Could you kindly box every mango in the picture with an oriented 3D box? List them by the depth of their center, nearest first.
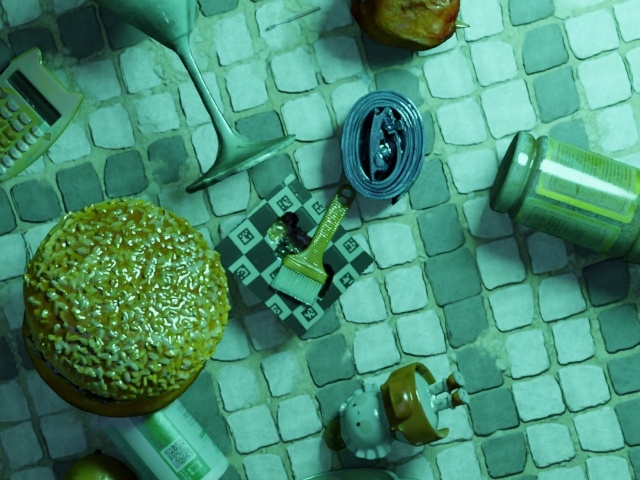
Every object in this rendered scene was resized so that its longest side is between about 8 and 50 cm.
[{"bbox_3d":[-0.371,0.485,1.777,0.147,0.109,0.227,-31,93,-18],"label":"mango"}]

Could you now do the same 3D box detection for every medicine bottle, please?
[{"bbox_3d":[0.451,-0.062,1.645,0.323,0.151,0.151,20,97,1],"label":"medicine bottle"},{"bbox_3d":[-0.291,0.324,1.741,0.133,0.133,0.274,-39,94,7],"label":"medicine bottle"}]

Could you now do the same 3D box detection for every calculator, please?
[{"bbox_3d":[-0.529,-0.212,1.748,0.236,0.033,0.157,-42,93,9],"label":"calculator"}]

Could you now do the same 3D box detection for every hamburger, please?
[{"bbox_3d":[-0.312,0.108,1.609,0.330,0.250,0.329,7,60,-12],"label":"hamburger"}]

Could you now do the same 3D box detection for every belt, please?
[{"bbox_3d":[0.106,-0.155,1.690,0.142,0.082,0.190,7,95,8],"label":"belt"}]

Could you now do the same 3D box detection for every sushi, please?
[{"bbox_3d":[-0.049,0.026,1.734,0.192,0.050,0.215,-46,100,-8],"label":"sushi"}]

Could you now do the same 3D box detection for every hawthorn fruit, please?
[{"bbox_3d":[0.138,-0.386,1.627,0.173,0.173,0.179,-32,93,6],"label":"hawthorn fruit"}]

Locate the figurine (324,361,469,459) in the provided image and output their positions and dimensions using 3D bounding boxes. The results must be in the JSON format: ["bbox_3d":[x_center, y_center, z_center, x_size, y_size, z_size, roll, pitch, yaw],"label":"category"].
[{"bbox_3d":[0.127,0.297,1.726,0.271,0.143,0.143,-35,94,34],"label":"figurine"}]

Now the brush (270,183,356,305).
[{"bbox_3d":[0.000,0.000,1.714,0.083,0.010,0.218,29,84,-12],"label":"brush"}]

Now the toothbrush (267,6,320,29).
[{"bbox_3d":[-0.045,-0.378,1.712,0.097,0.008,0.006,-21,108,5],"label":"toothbrush"}]

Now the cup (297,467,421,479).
[{"bbox_3d":[0.085,0.567,1.716,0.323,0.237,0.326,-15,95,-26],"label":"cup"}]

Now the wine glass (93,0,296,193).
[{"bbox_3d":[-0.217,-0.295,1.617,0.267,0.267,0.406,-24,98,6],"label":"wine glass"}]
